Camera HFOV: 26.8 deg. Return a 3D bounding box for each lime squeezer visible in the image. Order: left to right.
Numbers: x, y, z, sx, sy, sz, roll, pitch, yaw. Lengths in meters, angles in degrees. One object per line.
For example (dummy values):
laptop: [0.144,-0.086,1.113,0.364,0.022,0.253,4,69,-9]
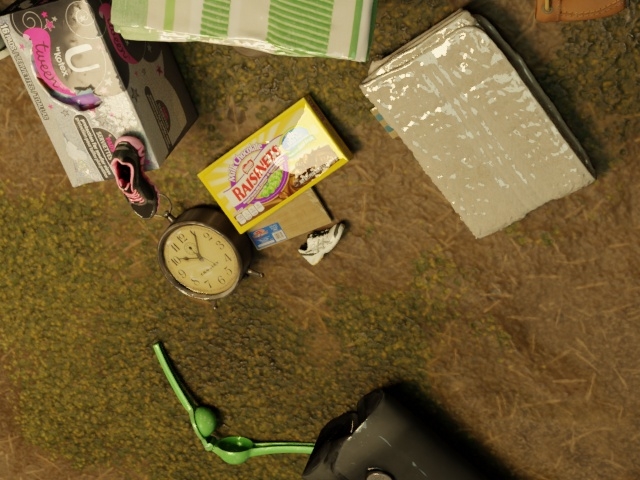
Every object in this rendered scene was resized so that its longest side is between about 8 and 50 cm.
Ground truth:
lime squeezer: [-0.151,0.282,2.073,0.310,0.059,0.110,33,125,-2]

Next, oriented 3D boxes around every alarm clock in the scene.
alarm clock: [-0.176,0.003,1.906,0.129,0.064,0.192,-34,108,32]

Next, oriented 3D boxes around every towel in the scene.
towel: [-0.084,-0.347,1.599,0.325,0.038,0.247,9,96,12]
towel: [0.197,-0.145,1.699,0.187,0.049,0.282,-29,109,29]

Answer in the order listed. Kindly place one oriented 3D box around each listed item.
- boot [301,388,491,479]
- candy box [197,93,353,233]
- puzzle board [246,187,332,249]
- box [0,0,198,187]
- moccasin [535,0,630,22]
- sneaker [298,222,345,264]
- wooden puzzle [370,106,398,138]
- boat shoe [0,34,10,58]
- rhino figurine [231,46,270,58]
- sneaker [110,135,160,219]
boot: [0.241,0.362,1.954,0.445,0.146,0.367,41,122,-4]
candy box: [-0.063,-0.101,1.816,0.206,0.027,0.105,-33,93,30]
puzzle board: [-0.059,-0.046,1.870,0.128,0.011,0.096,-21,113,28]
box: [-0.283,-0.220,1.743,0.142,0.163,0.247,-11,117,22]
moccasin: [0.245,-0.419,1.476,0.147,0.139,0.380,-9,126,13]
sneaker: [0.000,0.000,1.865,0.037,0.032,0.083,39,124,-7]
wooden puzzle: [0.099,-0.163,1.748,0.049,0.006,0.083,-30,108,31]
boat shoe: [-0.561,-0.298,1.819,0.319,0.116,0.099,9,127,19]
rhino figurine: [-0.057,-0.330,1.658,0.106,0.073,0.243,36,117,1]
sneaker: [-0.238,-0.070,1.695,0.047,0.057,0.119,-6,125,15]
